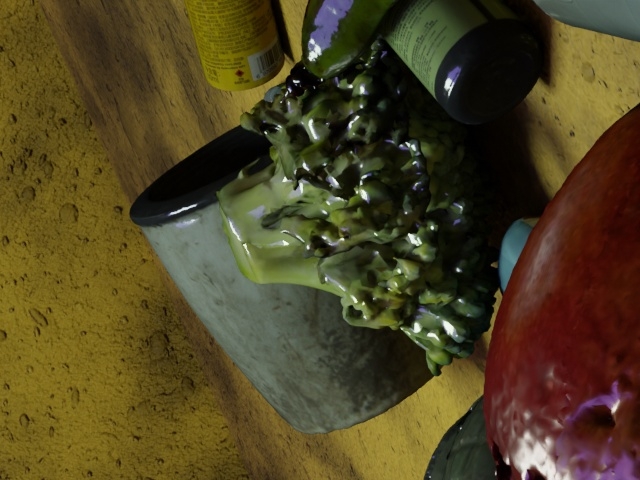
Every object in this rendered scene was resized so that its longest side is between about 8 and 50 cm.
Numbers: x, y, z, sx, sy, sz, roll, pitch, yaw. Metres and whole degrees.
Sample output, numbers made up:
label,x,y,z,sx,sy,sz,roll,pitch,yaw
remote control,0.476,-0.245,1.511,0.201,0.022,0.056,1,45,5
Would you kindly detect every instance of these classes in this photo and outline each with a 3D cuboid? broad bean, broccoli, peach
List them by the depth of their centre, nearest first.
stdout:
label,x,y,z,sx,sy,sz,roll,pitch,yaw
peach,0.281,0.102,1.144,0.339,0.353,0.416,111,150,-60
broad bean,0.050,-0.235,1.601,0.077,0.061,0.339,59,135,22
broccoli,0.061,-0.044,1.819,0.324,0.272,0.334,21,139,50

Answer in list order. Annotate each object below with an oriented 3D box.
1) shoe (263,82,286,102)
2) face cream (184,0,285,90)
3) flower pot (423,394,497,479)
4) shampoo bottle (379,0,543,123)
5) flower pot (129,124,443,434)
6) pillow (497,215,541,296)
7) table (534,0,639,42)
label,x,y,z,sx,sy,sz,roll,pitch,yaw
shoe,-0.049,-0.148,2.349,0.079,0.078,0.195,67,162,-11
face cream,-0.126,-0.345,2.227,0.105,0.105,0.349,48,159,48
flower pot,0.233,0.211,1.517,0.302,0.302,0.213,62,164,9
shampoo bottle,0.086,-0.225,1.690,0.284,0.101,0.101,53,162,36
flower pot,-0.017,0.031,2.149,0.330,0.293,0.293,62,167,-15
pillow,0.236,0.083,1.725,0.233,0.086,0.214,44,161,58
table,0.229,-0.184,1.206,0.220,0.126,0.126,30,143,66
